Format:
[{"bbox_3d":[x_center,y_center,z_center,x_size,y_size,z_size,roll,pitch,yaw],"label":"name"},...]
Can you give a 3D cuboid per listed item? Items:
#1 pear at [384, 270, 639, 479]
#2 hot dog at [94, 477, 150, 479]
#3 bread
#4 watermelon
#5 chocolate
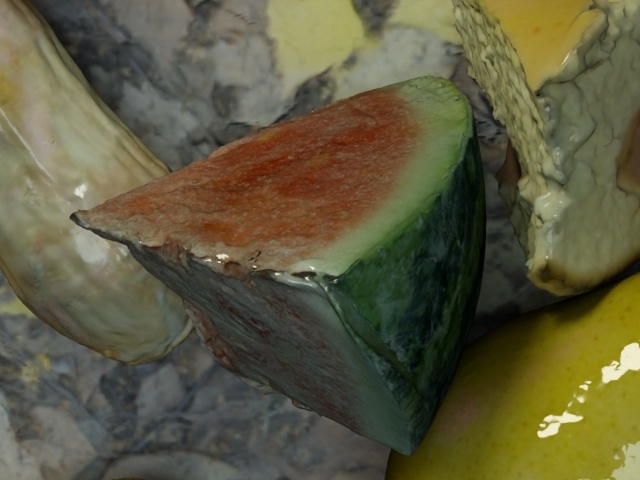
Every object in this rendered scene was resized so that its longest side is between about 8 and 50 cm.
[{"bbox_3d":[0.188,0.156,1.128,0.285,0.285,0.336,29,145,-4],"label":"pear"},{"bbox_3d":[-0.240,0.267,1.273,0.348,0.117,0.158,-14,103,6],"label":"hot dog"},{"bbox_3d":[0.203,-0.087,1.127,0.211,0.224,0.184,-9,108,-3],"label":"bread"},{"bbox_3d":[0.000,0.000,1.103,0.231,0.310,0.193,-30,123,18],"label":"watermelon"},{"bbox_3d":[-0.182,-0.053,1.188,0.134,0.134,0.309,-35,99,10],"label":"chocolate"}]
